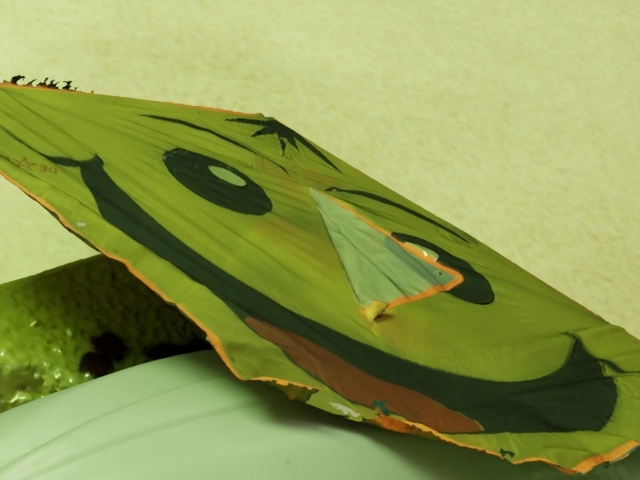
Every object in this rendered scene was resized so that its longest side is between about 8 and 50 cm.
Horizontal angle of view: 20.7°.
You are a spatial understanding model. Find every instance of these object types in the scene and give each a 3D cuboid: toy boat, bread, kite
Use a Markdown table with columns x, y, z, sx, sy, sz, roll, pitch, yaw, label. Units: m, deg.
| x | y | z | sx | sy | sz | roll | pitch | yaw | label |
| --- | --- | --- | --- | --- | --- | --- | --- | --- | --- |
| -0.015 | 0.102 | 0.583 | 0.269 | 0.141 | 0.141 | -14 | 56 | -41 | toy boat |
| -0.069 | 0.045 | 0.669 | 0.226 | 0.049 | 0.088 | -19 | 58 | -40 | bread |
| 0.001 | -0.002 | 0.670 | 0.377 | 0.013 | 0.327 | 20 | 17 | -15 | kite |
